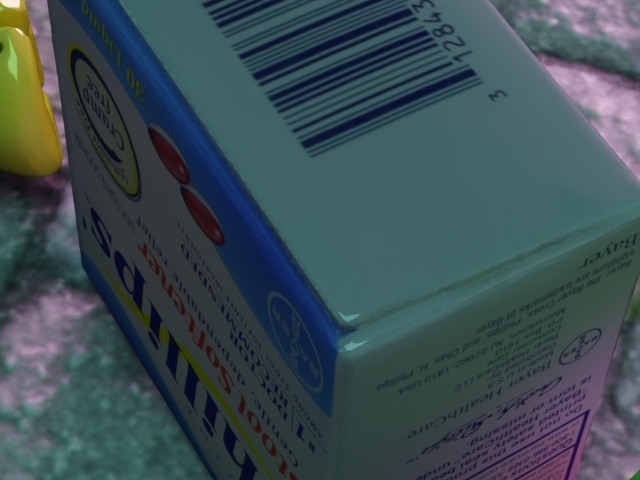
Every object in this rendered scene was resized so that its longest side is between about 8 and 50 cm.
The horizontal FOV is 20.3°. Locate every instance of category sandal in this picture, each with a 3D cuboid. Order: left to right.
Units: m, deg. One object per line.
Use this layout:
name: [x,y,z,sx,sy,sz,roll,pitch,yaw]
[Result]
sandal: [-0.248,-0.166,1.043,0.138,0.126,0.317,-15,58,-4]

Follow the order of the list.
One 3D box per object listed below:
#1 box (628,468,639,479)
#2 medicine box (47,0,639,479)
box: [0.217,0.181,0.733,0.262,0.231,0.127,-37,29,-26]
medicine box: [0.000,0.000,0.832,0.149,0.289,0.263,-25,59,-19]
